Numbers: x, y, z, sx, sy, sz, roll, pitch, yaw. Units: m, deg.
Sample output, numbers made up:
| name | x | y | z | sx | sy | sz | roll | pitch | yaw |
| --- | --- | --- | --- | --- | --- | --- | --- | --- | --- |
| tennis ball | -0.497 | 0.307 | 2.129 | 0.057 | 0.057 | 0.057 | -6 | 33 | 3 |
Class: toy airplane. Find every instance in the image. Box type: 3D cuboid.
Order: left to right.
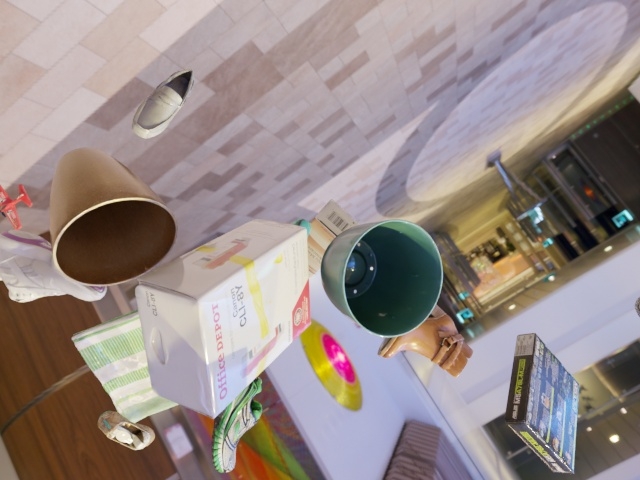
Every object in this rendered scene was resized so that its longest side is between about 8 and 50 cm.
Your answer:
| name | x | y | z | sx | sy | sz | roll | pitch | yaw |
| --- | --- | --- | --- | --- | --- | --- | --- | --- | --- |
| toy airplane | -0.874 | -0.110 | 1.359 | 0.151 | 0.151 | 0.028 | -40 | 177 | 30 |

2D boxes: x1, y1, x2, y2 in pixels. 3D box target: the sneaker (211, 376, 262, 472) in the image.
| name | x | y | z | sx | sy | sz | roll | pitch | yaw |
| --- | --- | --- | --- | --- | --- | --- | --- | --- | --- |
| sneaker | -0.264 | 0.582 | 1.509 | 0.146 | 0.343 | 0.134 | 9 | -167 | -10 |

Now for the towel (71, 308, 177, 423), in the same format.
| name | x | y | z | sx | sy | sz | roll | pitch | yaw |
| --- | --- | --- | --- | --- | --- | --- | --- | --- | --- |
| towel | -0.531 | 0.367 | 1.384 | 0.248 | 0.324 | 0.038 | -22 | -162 | 0 |

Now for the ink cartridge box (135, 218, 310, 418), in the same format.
| name | x | y | z | sx | sy | sz | roll | pitch | yaw |
| --- | --- | --- | --- | --- | --- | --- | --- | --- | --- |
| ink cartridge box | -0.184 | 0.147 | 1.049 | 0.385 | 0.160 | 0.279 | -36 | 131 | -54 |

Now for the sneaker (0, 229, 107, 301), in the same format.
| name | x | y | z | sx | sy | sz | roll | pitch | yaw |
| --- | --- | --- | --- | --- | --- | --- | --- | --- | --- |
| sneaker | -0.622 | 0.088 | 1.100 | 0.152 | 0.305 | 0.114 | -70 | 163 | 6 |

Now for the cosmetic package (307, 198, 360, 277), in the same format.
| name | x | y | z | sx | sy | sz | roll | pitch | yaw |
| --- | --- | --- | --- | --- | --- | --- | --- | --- | --- |
| cosmetic package | 0.000 | 0.000 | 1.799 | 0.129 | 0.153 | 0.296 | -49 | 180 | -39 |

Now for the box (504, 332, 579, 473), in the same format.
| name | x | y | z | sx | sy | sz | roll | pitch | yaw |
| --- | --- | --- | --- | --- | --- | --- | --- | --- | --- |
| box | 0.426 | 0.306 | 0.908 | 0.045 | 0.184 | 0.190 | -19 | -147 | 44 |

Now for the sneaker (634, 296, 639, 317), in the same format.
| name | x | y | z | sx | sy | sz | roll | pitch | yaw |
| --- | --- | --- | --- | --- | --- | --- | --- | --- | --- |
| sneaker | 0.661 | 0.082 | 0.808 | 0.224 | 0.083 | 0.098 | -26 | 146 | 18 |

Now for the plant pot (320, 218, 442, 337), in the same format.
| name | x | y | z | sx | sy | sz | roll | pitch | yaw |
| --- | --- | --- | --- | --- | --- | --- | --- | --- | --- |
| plant pot | 0.133 | 0.085 | 1.272 | 0.293 | 0.293 | 0.235 | -28 | -165 | -22 |

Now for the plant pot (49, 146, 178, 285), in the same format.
| name | x | y | z | sx | sy | sz | roll | pitch | yaw |
| --- | --- | --- | --- | --- | --- | --- | --- | --- | --- |
| plant pot | -0.462 | -0.074 | 1.006 | 0.237 | 0.254 | 0.237 | -27 | 146 | -20 |

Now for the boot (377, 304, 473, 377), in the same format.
| name | x | y | z | sx | sy | sz | roll | pitch | yaw |
| --- | --- | --- | --- | --- | --- | --- | --- | --- | --- |
| boot | 0.315 | 0.321 | 1.407 | 0.283 | 0.220 | 0.109 | -30 | 167 | -43 |

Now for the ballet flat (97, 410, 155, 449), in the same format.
| name | x | y | z | sx | sy | sz | roll | pitch | yaw |
| --- | --- | --- | --- | --- | --- | --- | --- | --- | --- |
| ballet flat | -0.498 | 0.512 | 1.247 | 0.073 | 0.067 | 0.206 | -47 | 138 | -12 |

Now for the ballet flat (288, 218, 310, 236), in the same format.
| name | x | y | z | sx | sy | sz | roll | pitch | yaw |
| --- | --- | --- | --- | --- | --- | --- | --- | --- | --- |
| ballet flat | -0.103 | 0.042 | 1.553 | 0.087 | 0.083 | 0.247 | -9 | -127 | 47 |

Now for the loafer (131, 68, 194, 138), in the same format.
| name | x | y | z | sx | sy | sz | roll | pitch | yaw |
| --- | --- | --- | --- | --- | --- | --- | --- | --- | --- |
| loafer | -0.519 | -0.466 | 1.590 | 0.111 | 0.112 | 0.319 | -36 | -153 | 49 |
